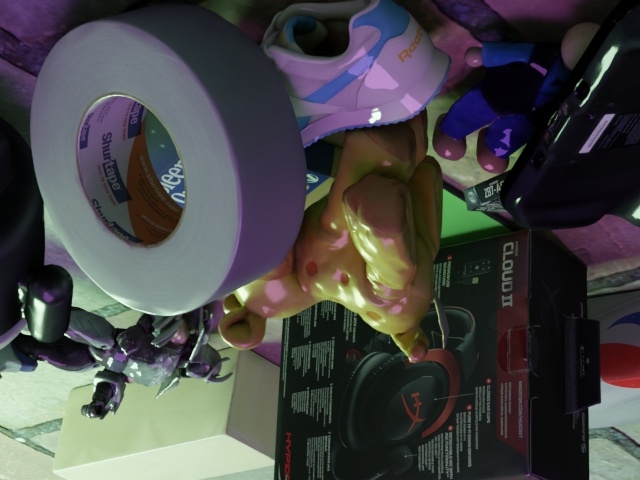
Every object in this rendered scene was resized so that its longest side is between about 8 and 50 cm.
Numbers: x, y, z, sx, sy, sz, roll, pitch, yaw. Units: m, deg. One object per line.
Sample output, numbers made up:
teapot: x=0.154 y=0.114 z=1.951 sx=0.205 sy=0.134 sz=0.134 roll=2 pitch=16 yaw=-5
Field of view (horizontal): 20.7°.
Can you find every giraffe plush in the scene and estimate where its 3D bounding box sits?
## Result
giraffe plush: x=0.000 y=0.000 z=1.341 sx=0.170 sy=0.181 sz=0.210 roll=-2 pitch=119 yaw=14

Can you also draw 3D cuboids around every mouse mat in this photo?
mouse mat: x=0.059 y=-0.010 z=1.523 sx=0.152 sy=0.007 sz=0.189 roll=29 pitch=147 yaw=-33

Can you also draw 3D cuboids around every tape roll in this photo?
tape roll: x=-0.113 y=-0.059 z=1.269 sx=0.072 sy=0.219 sz=0.219 roll=-24 pitch=179 yaw=-44

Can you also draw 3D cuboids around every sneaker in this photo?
sneaker: x=-0.019 y=-0.121 z=1.274 sx=0.228 sy=0.087 sz=0.092 roll=-18 pitch=128 yaw=36

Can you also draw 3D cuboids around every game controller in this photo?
game controller: x=0.238 y=-0.095 z=1.229 sx=0.166 sy=0.067 sz=0.319 roll=0 pitch=153 yaw=-13

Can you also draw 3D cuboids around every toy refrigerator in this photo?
toy refrigerator: x=-0.157 y=0.199 z=1.872 sx=0.269 sy=0.102 sz=0.094 roll=-18 pitch=142 yaw=39

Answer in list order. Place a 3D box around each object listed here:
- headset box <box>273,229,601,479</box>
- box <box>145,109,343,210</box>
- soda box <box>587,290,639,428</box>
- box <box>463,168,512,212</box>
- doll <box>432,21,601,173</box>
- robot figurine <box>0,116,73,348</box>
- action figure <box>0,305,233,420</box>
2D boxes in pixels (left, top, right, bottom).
headset box: x=0.109 y=0.125 z=1.525 sx=0.293 sy=0.218 sz=0.110 roll=-13 pitch=153 yaw=33
box: x=-0.107 y=-0.073 z=1.425 sx=0.225 sy=0.036 sz=0.136 roll=22 pitch=149 yaw=-21
soda box: x=0.303 y=0.104 z=1.573 sx=0.286 sy=0.091 sz=0.098 roll=-10 pitch=146 yaw=31
box: x=0.166 y=-0.040 z=1.392 sx=0.083 sy=0.018 sz=0.067 roll=2 pitch=162 yaw=-41
doll: x=0.157 y=-0.108 z=1.271 sx=0.129 sy=0.046 sz=0.189 roll=16 pitch=153 yaw=-17
robot figurine: x=-0.317 y=-0.004 z=1.462 sx=0.173 sy=0.209 sz=0.278 roll=-16 pitch=156 yaw=-17
action figure: x=-0.221 y=0.106 z=1.720 sx=0.285 sy=0.099 sz=0.185 roll=13 pitch=134 yaw=-18
